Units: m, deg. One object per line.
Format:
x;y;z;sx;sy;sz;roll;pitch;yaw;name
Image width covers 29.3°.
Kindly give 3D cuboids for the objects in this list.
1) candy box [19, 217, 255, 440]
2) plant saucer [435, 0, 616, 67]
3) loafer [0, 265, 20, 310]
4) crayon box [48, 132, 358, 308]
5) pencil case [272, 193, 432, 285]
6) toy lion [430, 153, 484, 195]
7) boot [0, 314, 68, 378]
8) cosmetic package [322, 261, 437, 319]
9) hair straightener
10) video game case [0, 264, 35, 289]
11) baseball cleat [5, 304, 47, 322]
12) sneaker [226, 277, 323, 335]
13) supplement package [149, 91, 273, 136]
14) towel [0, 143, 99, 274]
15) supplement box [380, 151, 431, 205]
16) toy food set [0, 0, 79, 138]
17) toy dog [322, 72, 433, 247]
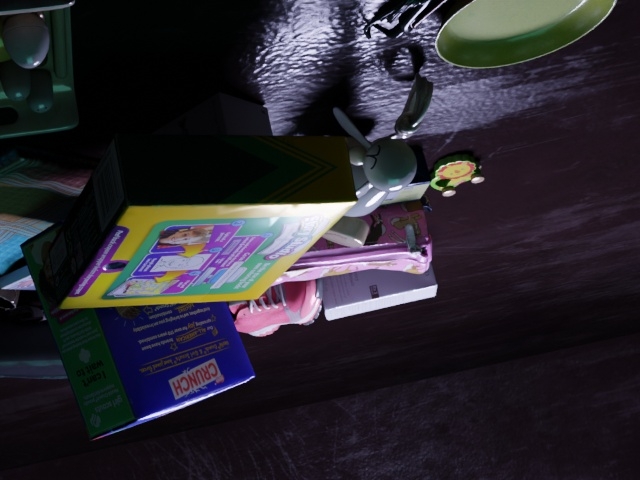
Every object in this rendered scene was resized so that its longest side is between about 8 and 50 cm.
-0.277;0.113;1.884;0.122;0.317;0.268;-28;171;37;candy box
0.261;-0.296;1.578;0.241;0.037;0.241;-13;162;-4;plant saucer
-0.595;0.083;2.032;0.220;0.078;0.080;0;158;-35;loafer
-0.168;-0.020;1.651;0.313;0.106;0.363;-3;159;-27;crayon box
0.000;0.000;2.087;0.386;0.160;0.167;-6;161;-20;pencil case
0.228;-0.117;2.110;0.100;0.034;0.096;-26;151;35;toy lion
-0.554;0.198;2.110;0.445;0.146;0.367;4;-178;-12;boot
0.109;0.074;2.457;0.231;0.117;0.085;-14;161;-1;cosmetic package
0.117;-0.302;1.463;0.089;0.047;0.230;1;162;-37;hair straightener
-0.412;0.041;2.072;0.201;0.023;0.183;-22;169;18;video game case
-0.512;0.159;2.339;0.206;0.072;0.109;-13;156;-14;baseball cleat
-0.110;0.126;2.451;0.136;0.116;0.314;4;158;-34;sneaker
-0.160;-0.115;1.708;0.179;0.105;0.105;-26;156;33;supplement package
-0.470;-0.036;1.832;0.370;0.040;0.271;-25;159;32;towel
0.130;-0.101;2.037;0.083;0.056;0.083;-9;161;-14;supplement box
-0.379;-0.186;1.355;0.220;0.092;0.306;-9;161;-14;toy food set
0.031;-0.104;1.776;0.161;0.220;0.334;16;150;-7;toy dog
